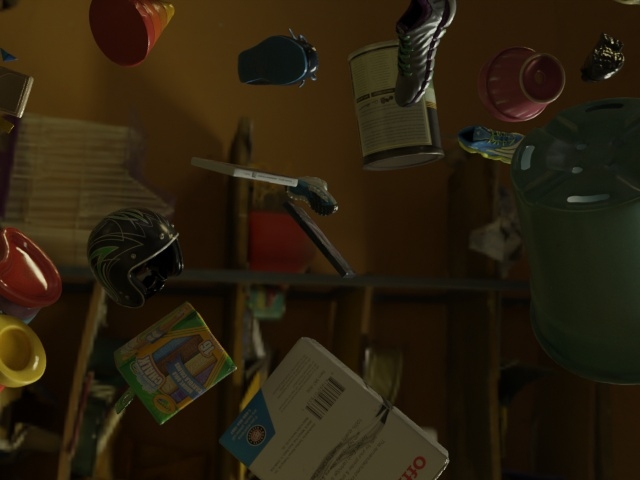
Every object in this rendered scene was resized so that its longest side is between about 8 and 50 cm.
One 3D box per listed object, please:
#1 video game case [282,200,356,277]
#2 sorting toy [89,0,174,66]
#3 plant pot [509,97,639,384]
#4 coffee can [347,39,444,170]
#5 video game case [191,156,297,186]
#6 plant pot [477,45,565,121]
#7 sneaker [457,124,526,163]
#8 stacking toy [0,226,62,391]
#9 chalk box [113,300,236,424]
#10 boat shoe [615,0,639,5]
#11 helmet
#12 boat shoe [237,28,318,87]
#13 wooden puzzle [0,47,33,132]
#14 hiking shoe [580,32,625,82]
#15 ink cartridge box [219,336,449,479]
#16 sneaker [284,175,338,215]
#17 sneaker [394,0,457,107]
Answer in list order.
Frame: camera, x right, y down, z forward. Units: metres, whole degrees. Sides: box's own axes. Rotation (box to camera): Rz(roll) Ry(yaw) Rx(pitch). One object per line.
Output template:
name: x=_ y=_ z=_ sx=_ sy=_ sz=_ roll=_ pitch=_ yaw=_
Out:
video game case: x=0.000 y=0.000 z=2.452 sx=0.274 sy=0.026 sz=0.196 roll=49 pitch=6 yaw=9
sorting toy: x=-0.330 y=-0.457 z=1.281 sx=0.127 sy=0.126 sz=0.365 roll=-13 pitch=-71 yaw=42
plant pot: x=0.454 y=-0.014 z=1.280 sx=0.341 sy=0.341 sz=0.334 roll=-104 pitch=167 yaw=-52
coffee can: x=0.181 y=-0.323 z=2.015 sx=0.201 sy=0.202 sz=0.275 roll=159 pitch=-76 yaw=-76
video game case: x=-0.174 y=-0.157 z=1.889 sx=0.190 sy=0.173 sz=0.022 roll=19 pitch=-80 yaw=50
plant pot: x=0.542 y=-0.416 z=2.192 sx=0.180 sy=0.201 sz=0.201 roll=-160 pitch=-106 yaw=-75
sneaker: x=0.502 y=-0.279 z=2.406 sx=0.126 sy=0.240 sz=0.091 roll=9 pitch=91 yaw=-60
stacking toy: x=-0.578 y=0.096 z=1.355 sx=0.130 sy=0.279 sz=0.309 roll=-34 pitch=-149 yaw=19
chalk box: x=-0.282 y=0.227 z=1.480 sx=0.132 sy=0.213 sz=0.132 roll=58 pitch=-13 yaw=-14
boat shoe: x=0.672 y=-0.532 z=1.781 sx=0.050 sy=0.135 sz=0.045 roll=-93 pitch=-167 yaw=-52
helmet: x=-0.331 y=0.019 z=1.477 sx=0.169 sy=0.169 sz=0.161 roll=-107 pitch=-170 yaw=-56
boat shoe: x=-0.068 y=-0.341 z=1.556 sx=0.258 sy=0.089 sz=0.109 roll=23 pitch=-64 yaw=56
wooden puzzle: x=-0.496 y=-0.235 z=1.304 sx=0.116 sy=0.079 sz=0.014 roll=-65 pitch=-157 yaw=0
hiking shoe: x=0.707 y=-0.436 z=2.102 sx=0.227 sy=0.086 sz=0.114 roll=-51 pitch=166 yaw=-50
ink cartridge box: x=0.034 y=0.438 z=1.767 sx=0.285 sy=0.395 sz=0.166 roll=-51 pitch=168 yaw=-1
sneaker: x=-0.007 y=-0.124 z=2.071 sx=0.191 sy=0.083 sz=0.071 roll=35 pitch=-44 yaw=45
sneaker: x=0.156 y=-0.347 z=1.479 sx=0.083 sy=0.098 sz=0.223 roll=45 pitch=-54 yaw=45
